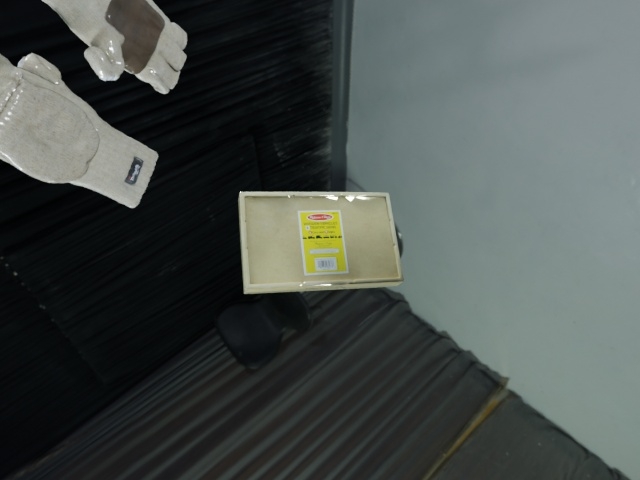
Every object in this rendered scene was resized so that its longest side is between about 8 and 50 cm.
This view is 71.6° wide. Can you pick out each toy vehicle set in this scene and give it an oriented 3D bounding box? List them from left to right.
[{"bbox_3d":[0.000,0.000,0.751,0.035,0.267,0.166,125,142,-67],"label":"toy vehicle set"}]

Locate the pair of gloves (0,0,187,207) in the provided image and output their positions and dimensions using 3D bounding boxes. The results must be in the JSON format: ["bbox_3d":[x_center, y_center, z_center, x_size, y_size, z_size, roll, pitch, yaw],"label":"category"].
[{"bbox_3d":[-0.242,-0.172,0.450,0.042,0.240,0.204,10,174,33],"label":"pair of gloves"}]
